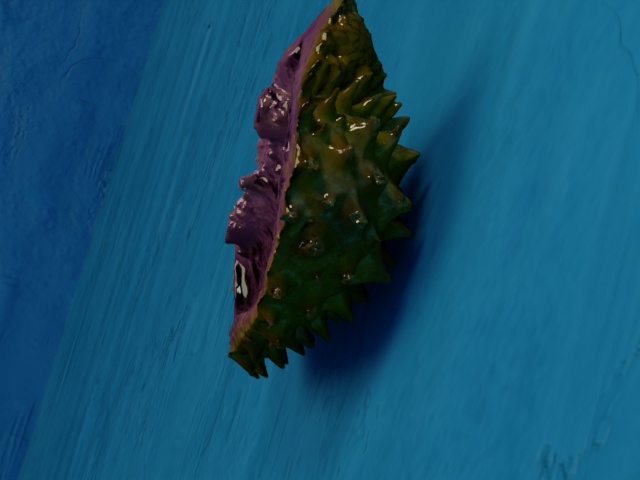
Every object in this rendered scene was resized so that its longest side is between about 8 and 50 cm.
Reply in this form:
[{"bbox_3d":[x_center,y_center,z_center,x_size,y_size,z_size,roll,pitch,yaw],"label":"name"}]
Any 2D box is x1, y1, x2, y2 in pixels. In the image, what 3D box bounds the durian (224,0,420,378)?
[{"bbox_3d":[-0.001,0.000,1.114,0.341,0.112,0.191,113,158,-53],"label":"durian"}]
